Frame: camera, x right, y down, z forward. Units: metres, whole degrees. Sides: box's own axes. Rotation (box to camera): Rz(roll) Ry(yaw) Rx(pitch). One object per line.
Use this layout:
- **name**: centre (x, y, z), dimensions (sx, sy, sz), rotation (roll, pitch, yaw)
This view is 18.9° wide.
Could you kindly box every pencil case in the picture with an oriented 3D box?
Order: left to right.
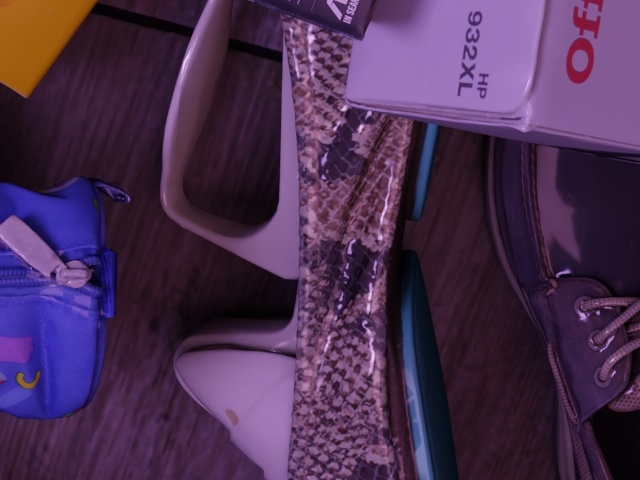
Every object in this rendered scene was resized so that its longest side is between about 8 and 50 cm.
- **pencil case**: centre (-0.238, 0.022, 0.900), dimensions (0.306, 0.133, 0.119), rotation (3, 74, -27)

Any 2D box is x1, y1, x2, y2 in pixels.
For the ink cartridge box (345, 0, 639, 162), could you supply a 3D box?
- **ink cartridge box**: centre (0.175, -0.152, 0.991), dimensions (0.307, 0.129, 0.223), rotation (7, 92, -43)

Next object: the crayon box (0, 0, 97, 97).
- **crayon box**: centre (-0.205, -0.298, 0.925), dimensions (0.363, 0.106, 0.313), rotation (33, 99, -24)

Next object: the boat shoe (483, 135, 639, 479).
- **boat shoe**: centre (0.197, 0.054, 1.163), dimensions (0.132, 0.130, 0.355), rotation (-22, 115, -7)

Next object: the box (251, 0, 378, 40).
- **box**: centre (-0.039, -0.272, 0.843), dimensions (0.243, 0.076, 0.307), rotation (20, 105, -2)

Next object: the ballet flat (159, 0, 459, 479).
- **ballet flat**: centre (0.000, 0.000, 1.093), dimensions (0.182, 0.164, 0.482), rotation (1, 106, 6)
